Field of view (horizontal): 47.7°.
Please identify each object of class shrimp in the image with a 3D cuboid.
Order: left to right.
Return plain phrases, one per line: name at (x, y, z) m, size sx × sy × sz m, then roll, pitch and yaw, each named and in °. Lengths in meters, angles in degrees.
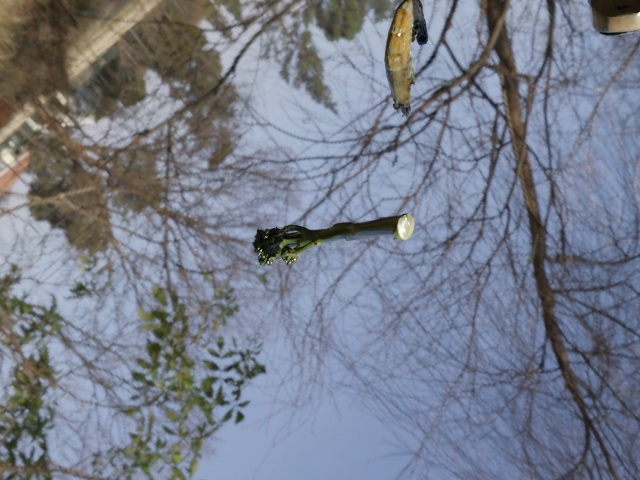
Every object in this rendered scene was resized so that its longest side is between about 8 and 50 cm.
shrimp at (0.154, -0.320, 1.251) m, size 0.051 × 0.217 × 0.150 m, roll 15°, pitch -127°, yaw 20°

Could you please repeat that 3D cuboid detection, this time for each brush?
brush at (0.305, -0.261, 0.751) m, size 0.070 × 0.065 × 0.327 m, roll 0°, pitch -147°, yaw 19°

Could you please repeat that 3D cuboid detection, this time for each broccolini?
broccolini at (0.004, 0.003, 1.211) m, size 0.392 × 0.079 × 0.074 m, roll -7°, pitch -108°, yaw 56°
